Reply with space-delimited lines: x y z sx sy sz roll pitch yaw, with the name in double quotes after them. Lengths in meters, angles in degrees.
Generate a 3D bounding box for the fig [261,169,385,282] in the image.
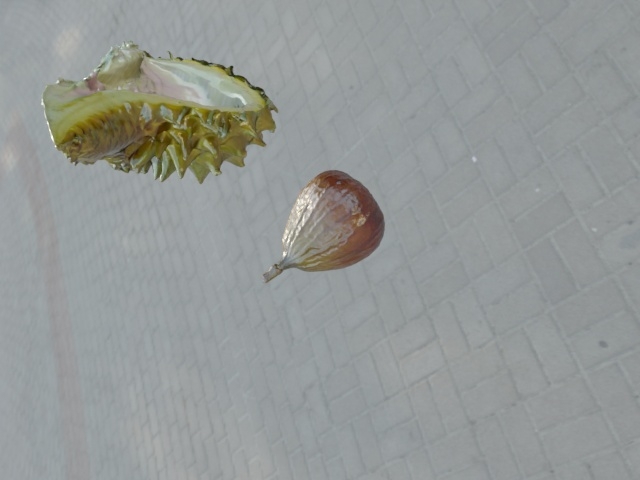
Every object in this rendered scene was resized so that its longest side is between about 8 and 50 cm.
0.011 -0.008 0.677 0.119 0.119 0.153 -13 32 47 "fig"

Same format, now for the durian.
-0.112 -0.071 0.392 0.224 0.140 0.078 -58 -7 -63 "durian"
